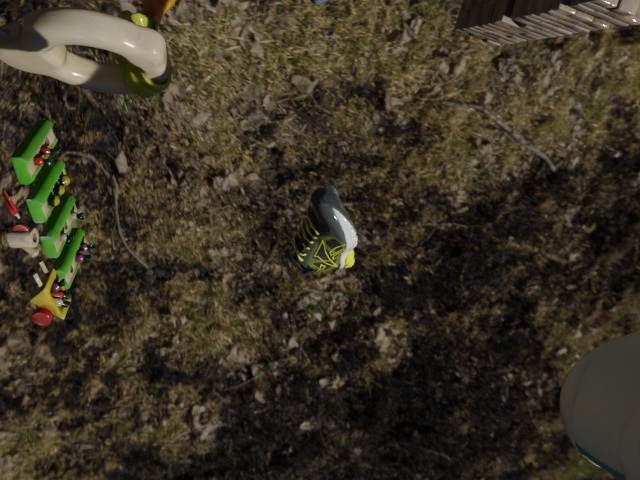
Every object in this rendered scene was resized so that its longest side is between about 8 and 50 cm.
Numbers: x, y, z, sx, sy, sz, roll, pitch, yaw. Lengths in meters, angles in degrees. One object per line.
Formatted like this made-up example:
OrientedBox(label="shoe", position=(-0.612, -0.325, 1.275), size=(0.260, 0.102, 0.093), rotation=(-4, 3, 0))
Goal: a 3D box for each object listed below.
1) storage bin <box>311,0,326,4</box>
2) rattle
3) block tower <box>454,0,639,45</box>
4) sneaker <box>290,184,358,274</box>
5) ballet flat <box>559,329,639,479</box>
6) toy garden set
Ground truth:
OrientedBox(label="storage bin", position=(0.027, -0.367, 0.712), size=(0.135, 0.098, 0.091), rotation=(-29, 154, -13))
OrientedBox(label="rattle", position=(-0.231, -0.209, 0.492), size=(0.200, 0.130, 0.142), rotation=(7, 98, -8))
OrientedBox(label="block tower", position=(0.321, -0.351, 0.803), size=(0.091, 0.335, 0.097), rotation=(11, 102, -20))
OrientedBox(label="sneaker", position=(0.000, 0.000, 0.311), size=(0.035, 0.031, 0.083), rotation=(-22, 153, -5))
OrientedBox(label="ballet flat", position=(0.350, 0.052, 0.347), size=(0.400, 0.139, 0.139), rotation=(-34, 124, 11))
OrientedBox(label="toy garden set", position=(-0.389, -0.019, 0.815), size=(0.049, 0.203, 0.244), rotation=(0, 130, -4))
